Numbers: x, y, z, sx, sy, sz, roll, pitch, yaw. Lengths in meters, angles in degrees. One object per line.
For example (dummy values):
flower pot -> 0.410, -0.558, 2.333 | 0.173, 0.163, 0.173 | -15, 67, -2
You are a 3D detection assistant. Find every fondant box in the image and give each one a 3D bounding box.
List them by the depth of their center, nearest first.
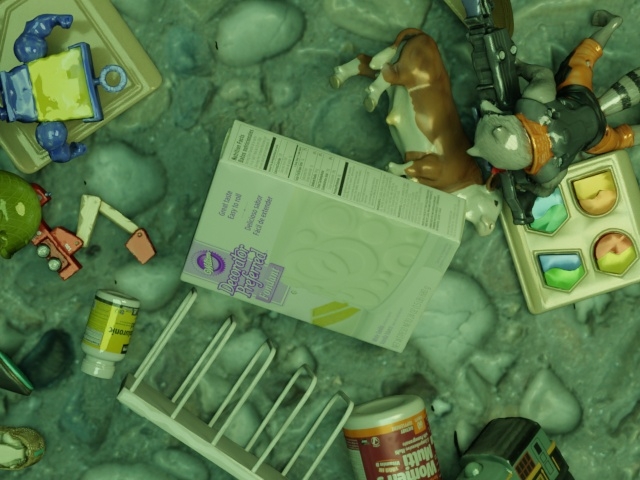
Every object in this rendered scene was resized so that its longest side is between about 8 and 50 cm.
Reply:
fondant box -> 0.000, 0.000, 1.888 | 0.330, 0.096, 0.238 | 19, 133, -4

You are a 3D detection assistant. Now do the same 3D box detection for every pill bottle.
pill bottle -> -0.297, 0.131, 1.957 | 0.065, 0.065, 0.116 | 17, 93, -5
pill bottle -> 0.111, 0.337, 1.968 | 0.121, 0.121, 0.221 | -14, 94, -3

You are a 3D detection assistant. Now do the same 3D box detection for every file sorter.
file sorter -> -0.112, 0.212, 1.913 | 0.278, 0.193, 0.173 | 35, 88, -5

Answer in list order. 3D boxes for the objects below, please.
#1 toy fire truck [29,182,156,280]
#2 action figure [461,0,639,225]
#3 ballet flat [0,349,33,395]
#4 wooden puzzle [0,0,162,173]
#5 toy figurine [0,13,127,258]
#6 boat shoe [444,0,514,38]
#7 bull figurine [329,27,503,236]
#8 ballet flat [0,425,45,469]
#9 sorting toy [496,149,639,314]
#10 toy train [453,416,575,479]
toy fire truck -> -0.335, -0.018, 1.953 | 0.135, 0.047, 0.192 | -39, 94, -1
action figure -> 0.317, -0.206, 1.871 | 0.330, 0.178, 0.341 | -32, 110, -32
ballet flat -> -0.483, 0.148, 1.944 | 0.074, 0.074, 0.203 | -37, 89, -1
wooden puzzle -> -0.375, -0.243, 1.942 | 0.239, 0.044, 0.221 | -35, 95, -5
toy figurine -> -0.353, -0.170, 1.836 | 0.217, 0.191, 0.362 | -12, 94, -11
boat shoe -> 0.161, -0.392, 1.942 | 0.098, 0.109, 0.302 | -27, 104, 35
bull figurine -> 0.139, -0.138, 1.936 | 0.188, 0.101, 0.310 | -18, 87, -35
ballet flat -> -0.490, 0.287, 1.954 | 0.206, 0.067, 0.073 | -1, 95, -3
sorting toy -> 0.371, -0.012, 2.003 | 0.208, 0.038, 0.193 | -18, 95, -2
toy train -> 0.232, 0.397, 1.918 | 0.334, 0.142, 0.190 | -44, 110, -35
